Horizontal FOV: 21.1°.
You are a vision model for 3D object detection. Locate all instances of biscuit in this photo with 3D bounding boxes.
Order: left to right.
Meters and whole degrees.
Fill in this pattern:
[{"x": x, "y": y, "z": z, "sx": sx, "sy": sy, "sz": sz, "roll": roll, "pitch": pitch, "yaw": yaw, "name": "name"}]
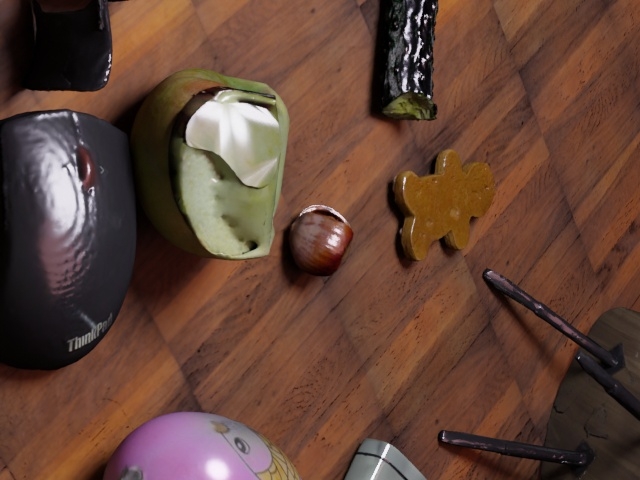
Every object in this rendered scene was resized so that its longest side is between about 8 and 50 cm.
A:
[{"x": 0.165, "y": -0.051, "z": 2.274, "sx": 0.205, "sy": 0.031, "sz": 0.138, "roll": -25, "pitch": 111, "yaw": -45, "name": "biscuit"}]

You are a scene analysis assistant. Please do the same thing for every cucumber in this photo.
[{"x": 0.120, "y": -0.304, "z": 2.183, "sx": 0.072, "sy": 0.081, "sz": 0.303, "roll": 107, "pitch": -13, "yaw": -81, "name": "cucumber"}]

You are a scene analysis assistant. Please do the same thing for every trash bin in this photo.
[{"x": 0.071, "y": 0.334, "z": 2.164, "sx": 0.116, "sy": 0.059, "sz": 0.130, "roll": 48, "pitch": 58, "yaw": -36, "name": "trash bin"}]

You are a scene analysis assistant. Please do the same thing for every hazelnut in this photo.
[{"x": 0.000, "y": 0.000, "z": 2.062, "sx": 0.086, "sy": 0.086, "sz": 0.086, "roll": -3, "pitch": 94, "yaw": -48, "name": "hazelnut"}]

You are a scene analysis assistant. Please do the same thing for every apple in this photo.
[{"x": -0.117, "y": -0.084, "z": 1.852, "sx": 0.207, "sy": 0.174, "sz": 0.188, "roll": -27, "pitch": 129, "yaw": -68, "name": "apple"}]

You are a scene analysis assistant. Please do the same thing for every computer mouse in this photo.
[{"x": -0.262, "y": 0.001, "z": 1.746, "sx": 0.170, "sy": 0.100, "sz": 0.269, "roll": 3, "pitch": 90, "yaw": -51, "name": "computer mouse"}]

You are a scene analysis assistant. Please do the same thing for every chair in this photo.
[{"x": -0.220, "y": -0.259, "z": 1.755, "sx": 0.145, "sy": 0.140, "sz": 0.221, "roll": 0, "pitch": 93, "yaw": -47, "name": "chair"}]

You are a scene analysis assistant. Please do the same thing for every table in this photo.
[{"x": 0.321, "y": 0.214, "z": 2.338, "sx": 0.249, "sy": 0.317, "sz": 0.317, "roll": 27, "pitch": 71, "yaw": -32, "name": "table"}]

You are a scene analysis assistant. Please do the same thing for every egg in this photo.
[{"x": -0.120, "y": 0.286, "z": 1.854, "sx": 0.271, "sy": 0.196, "sz": 0.196, "roll": 39, "pitch": 61, "yaw": -63, "name": "egg"}]
